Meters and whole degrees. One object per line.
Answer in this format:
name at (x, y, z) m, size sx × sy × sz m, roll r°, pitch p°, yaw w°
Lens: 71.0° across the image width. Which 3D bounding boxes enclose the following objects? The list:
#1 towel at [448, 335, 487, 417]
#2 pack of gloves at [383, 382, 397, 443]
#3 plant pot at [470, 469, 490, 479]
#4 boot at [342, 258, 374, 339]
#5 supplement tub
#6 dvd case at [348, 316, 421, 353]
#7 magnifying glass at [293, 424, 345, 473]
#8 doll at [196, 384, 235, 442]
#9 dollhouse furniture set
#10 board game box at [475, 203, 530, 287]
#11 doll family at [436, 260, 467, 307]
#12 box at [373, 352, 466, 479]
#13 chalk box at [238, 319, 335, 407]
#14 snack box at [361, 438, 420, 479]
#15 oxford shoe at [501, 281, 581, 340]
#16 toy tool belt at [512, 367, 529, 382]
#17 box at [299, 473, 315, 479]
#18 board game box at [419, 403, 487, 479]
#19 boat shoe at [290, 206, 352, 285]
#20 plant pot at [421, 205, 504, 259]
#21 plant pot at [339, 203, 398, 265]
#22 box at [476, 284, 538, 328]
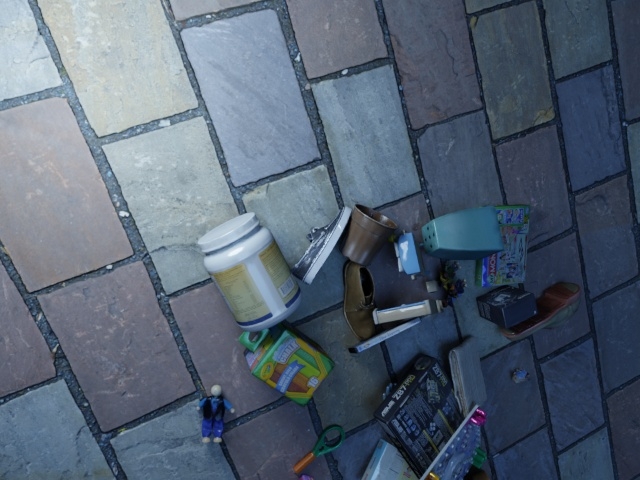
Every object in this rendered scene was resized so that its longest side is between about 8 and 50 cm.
towel at (0.584, 0.537, 1.775) m, size 0.187 × 0.049 × 0.283 m, roll -14°, pitch 95°, yaw -47°
pack of gloves at (0.325, 0.641, 1.755) m, size 0.194 × 0.046 × 0.232 m, roll -15°, pitch 96°, yaw -29°
plant pot at (0.657, 1.135, 1.845) m, size 0.203 × 0.291 × 0.291 m, roll -27°, pitch 107°, yaw 4°
boot at (0.146, 0.223, 1.593) m, size 0.112 × 0.115 × 0.306 m, roll -14°, pitch 104°, yaw -18°
supplement tub at (-0.217, 0.095, 1.389) m, size 0.228 × 0.228 × 0.316 m, roll -29°, pitch 107°, yaw -12°
dvd case at (0.224, 0.340, 1.601) m, size 0.252 × 0.180 × 0.022 m, roll -24°, pitch 80°, yaw -10°
magnifying glass at (-0.005, 0.785, 1.685) m, size 0.231 × 0.026 × 0.092 m, roll -39°, pitch 109°, yaw -11°
doll at (-0.355, 0.582, 1.520) m, size 0.128 × 0.046 × 0.189 m, roll 4°, pitch 92°, yaw -10°
dollhouse furniture set at (0.298, 0.133, 1.639) m, size 0.198 × 0.286 × 0.304 m, roll -15°, pitch 77°, yaw 22°
board game box at (0.725, 0.020, 1.789) m, size 0.213 × 0.046 × 0.318 m, roll -4°, pitch 100°, yaw -19°
doll family at (0.499, 0.177, 1.722) m, size 0.111 × 0.076 × 0.193 m, roll -34°, pitch 104°, yaw -31°
box at (0.411, 0.688, 1.722) m, size 0.318 × 0.097 × 0.395 m, roll -43°, pitch 112°, yaw -22°
chalk box at (-0.131, 0.376, 1.490) m, size 0.289 × 0.179 × 0.180 m, roll 38°, pitch 85°, yaw -20°
snack box at (0.327, 0.945, 1.771) m, size 0.321 × 0.060 × 0.187 m, roll 36°, pitch 72°, yaw -17°
oxford shoe at (0.931, 0.328, 1.863) m, size 0.396 × 0.140 × 0.147 m, roll -26°, pitch 113°, yaw -11°
toy tool belt at (0.862, 0.574, 1.924) m, size 0.083 × 0.052 × 0.051 m, roll -17°, pitch 112°, yaw -16°
box at (-0.052, 0.995, 1.558) m, size 0.057 × 0.293 × 0.201 m, roll 28°, pitch 89°, yaw -18°
board game box at (0.523, 0.882, 1.728) m, size 0.390 × 0.050 × 0.390 m, roll -39°, pitch 132°, yaw -26°
boat shoe at (0.000, 0.000, 1.516) m, size 0.102 × 0.108 × 0.301 m, roll 31°, pitch 82°, yaw 2°
plant pot at (0.500, -0.018, 1.628) m, size 0.234 × 0.166 × 0.166 m, roll -4°, pitch 76°, yaw -12°
plant pot at (0.154, -0.013, 1.528) m, size 0.166 × 0.167 × 0.165 m, roll 20°, pitch 107°, yaw -20°
box at (0.733, 0.257, 1.771) m, size 0.155 × 0.158 × 0.093 m, roll -21°, pitch 105°, yaw -15°
